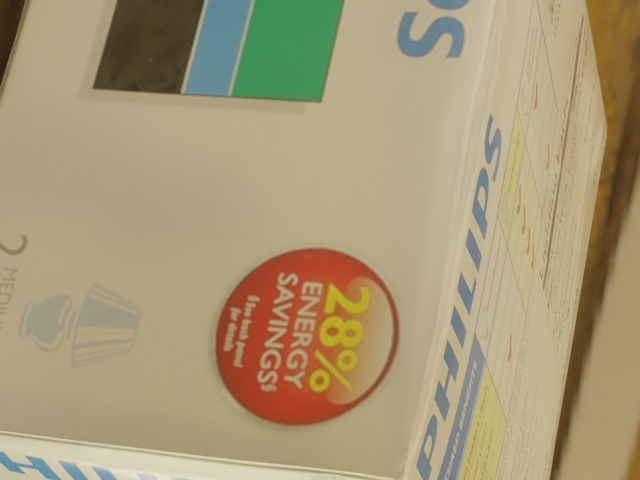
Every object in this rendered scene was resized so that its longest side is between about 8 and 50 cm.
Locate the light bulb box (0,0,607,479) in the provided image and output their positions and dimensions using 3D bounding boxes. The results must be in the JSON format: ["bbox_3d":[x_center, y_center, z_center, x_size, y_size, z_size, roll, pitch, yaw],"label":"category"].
[{"bbox_3d":[0.000,0.000,0.943,0.361,0.225,0.358,63,36,-62],"label":"light bulb box"}]
